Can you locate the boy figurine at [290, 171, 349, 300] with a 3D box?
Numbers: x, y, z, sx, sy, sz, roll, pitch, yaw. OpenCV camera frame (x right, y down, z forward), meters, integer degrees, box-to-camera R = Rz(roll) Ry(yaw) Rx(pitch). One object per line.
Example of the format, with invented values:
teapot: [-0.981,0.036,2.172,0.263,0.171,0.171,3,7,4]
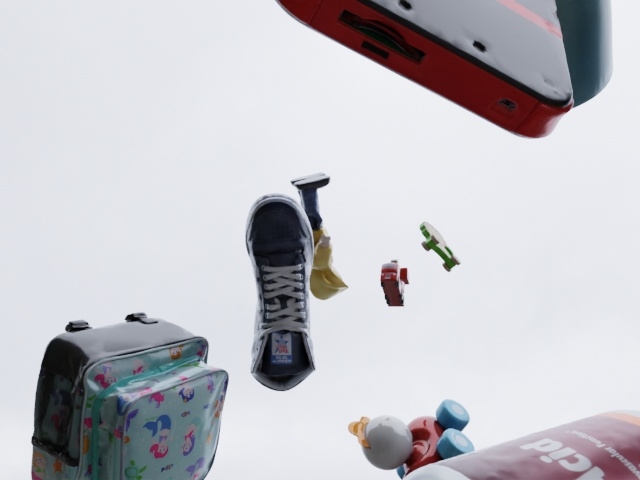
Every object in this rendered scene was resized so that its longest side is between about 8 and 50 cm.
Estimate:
boy figurine: [0.000,0.000,1.304,0.092,0.177,0.285,-14,-77,-9]

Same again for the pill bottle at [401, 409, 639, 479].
pill bottle: [0.200,0.310,0.566,0.392,0.224,0.224,-5,-39,-27]

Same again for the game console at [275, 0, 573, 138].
game console: [0.135,-0.310,0.722,0.387,0.341,0.060,23,-41,-15]

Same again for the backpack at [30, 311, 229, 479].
backpack: [-0.246,0.246,0.770,0.191,0.225,0.253,22,-77,30]

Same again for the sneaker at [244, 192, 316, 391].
sneaker: [-0.055,0.085,0.831,0.099,0.153,0.282,-2,-56,-5]

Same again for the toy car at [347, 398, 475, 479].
toy car: [0.172,0.438,1.287,0.238,0.210,0.219,29,-68,-2]

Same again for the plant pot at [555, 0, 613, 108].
plant pot: [0.354,-0.392,1.022,0.293,0.293,0.235,-8,-45,13]

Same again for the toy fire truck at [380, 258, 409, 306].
toy fire truck: [0.194,0.097,1.532,0.047,0.135,0.192,-3,-36,16]

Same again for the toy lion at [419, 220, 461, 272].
toy lion: [0.240,0.006,1.205,0.100,0.096,0.034,44,-67,-10]
